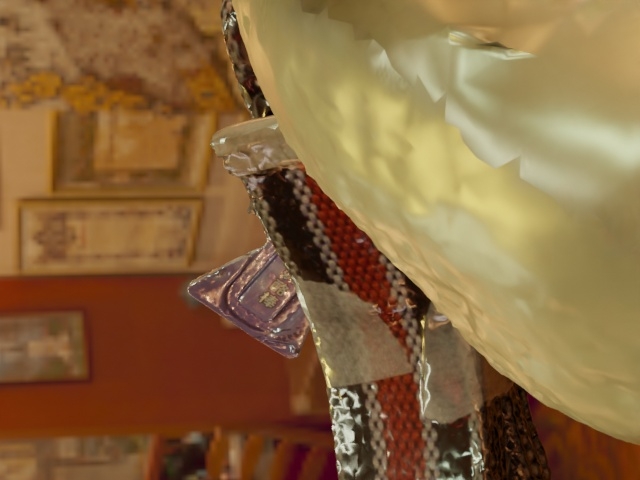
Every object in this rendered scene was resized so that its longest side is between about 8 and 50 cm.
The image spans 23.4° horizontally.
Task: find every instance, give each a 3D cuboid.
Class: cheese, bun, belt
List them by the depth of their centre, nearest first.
[{"bbox_3d":[0.145,-0.093,0.503,0.211,0.360,0.359,60,-165,-50],"label":"bun"},{"bbox_3d":[0.042,0.043,0.728,0.126,0.094,0.359,-52,-50,-61],"label":"belt"},{"bbox_3d":[0.000,0.000,1.032,0.191,0.105,0.042,-48,15,31],"label":"cheese"}]
